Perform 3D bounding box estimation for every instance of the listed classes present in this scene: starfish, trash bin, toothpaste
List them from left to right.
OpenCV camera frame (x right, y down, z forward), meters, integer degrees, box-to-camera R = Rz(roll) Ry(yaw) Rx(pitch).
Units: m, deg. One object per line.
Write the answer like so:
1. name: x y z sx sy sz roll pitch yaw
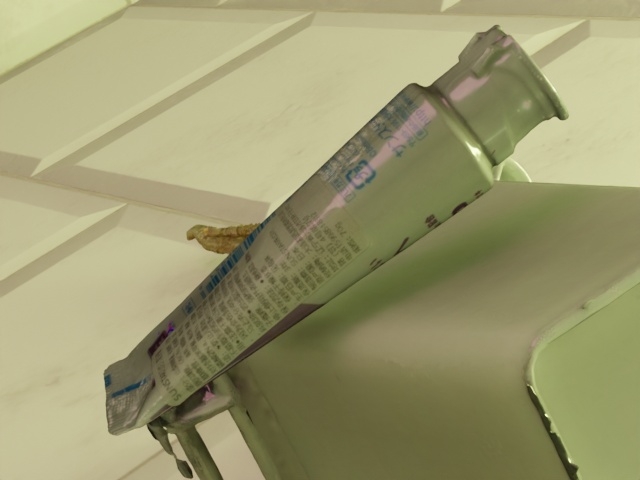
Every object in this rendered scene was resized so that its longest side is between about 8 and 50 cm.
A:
1. starfish: -0.010 -0.002 1.707 0.231 0.048 0.295 -30 24 -18
2. toothpaste: 0.000 0.000 0.977 0.299 0.073 0.114 -39 19 3
3. trash bin: 0.105 0.102 1.000 0.296 0.256 0.367 -29 10 -21
